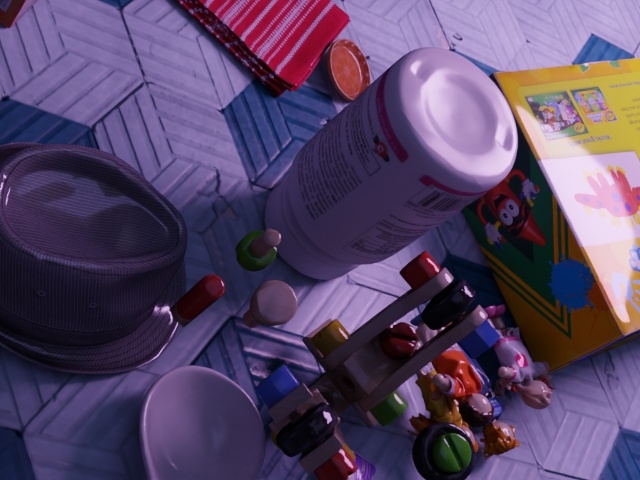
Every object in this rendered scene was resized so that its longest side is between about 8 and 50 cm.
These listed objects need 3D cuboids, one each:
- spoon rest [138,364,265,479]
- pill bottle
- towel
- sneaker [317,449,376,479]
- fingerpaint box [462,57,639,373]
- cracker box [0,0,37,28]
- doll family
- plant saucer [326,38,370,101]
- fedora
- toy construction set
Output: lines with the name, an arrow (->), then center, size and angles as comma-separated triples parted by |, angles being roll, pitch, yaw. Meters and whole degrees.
spoon rest -> -0.132, 0.239, 0.992 | 0.137, 0.084, 0.276 | 33, 52, -17
pill bottle -> 0.064, -0.071, 1.155 | 0.160, 0.283, 0.160 | 16, 58, -28
towel -> -0.097, -0.326, 1.361 | 0.275, 0.031, 0.199 | 43, 48, -9
sneaker -> 0.037, 0.297, 1.094 | 0.071, 0.068, 0.169 | 26, 53, -29
fingerpaint box -> 0.413, -0.053, 1.487 | 0.445, 0.163, 0.371 | -14, 74, -39
cracker box -> -0.336, -0.365, 1.185 | 0.156, 0.067, 0.232 | 39, 49, -13
doll family -> 0.171, 0.174, 1.244 | 0.263, 0.118, 0.163 | 1, 58, -55
plant saucer -> 0.035, -0.222, 1.395 | 0.083, 0.013, 0.083 | 15, 70, -47
fedora -> -0.228, -0.003, 1.027 | 0.275, 0.124, 0.243 | 22, 55, -25
toy construction set -> -0.008, 0.126, 1.062 | 0.309, 0.237, 0.257 | 30, 66, -12
